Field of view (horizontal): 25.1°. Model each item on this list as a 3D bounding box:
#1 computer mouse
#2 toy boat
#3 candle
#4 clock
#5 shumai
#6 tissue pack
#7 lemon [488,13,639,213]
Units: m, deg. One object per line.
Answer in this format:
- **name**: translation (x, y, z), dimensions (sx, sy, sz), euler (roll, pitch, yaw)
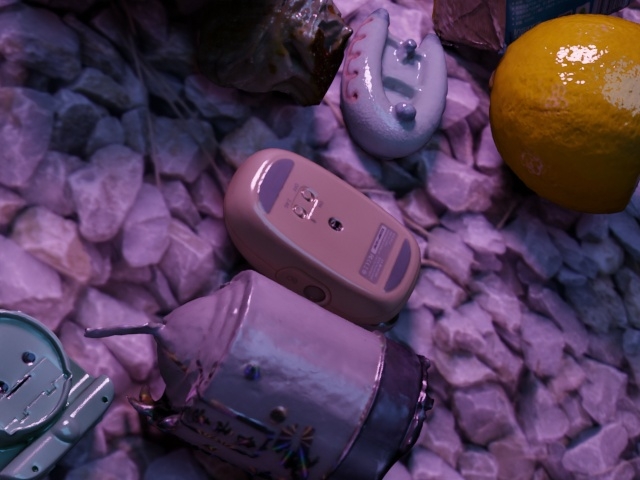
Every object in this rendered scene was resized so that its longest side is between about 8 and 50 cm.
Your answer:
- **computer mouse**: translation (0.000, 0.000, 1.550), dimensions (0.236, 0.082, 0.145), euler (33, 52, -13)
- **toy boat**: translation (0.094, -0.191, 1.714), dimensions (0.134, 0.079, 0.208), euler (27, 53, -18)
- **candle**: translation (-0.067, 0.127, 1.379), dimensions (0.330, 0.187, 0.187), euler (28, 54, -13)
- **clock**: translation (-0.298, 0.131, 1.322), dimensions (0.188, 0.060, 0.148), euler (43, 52, -2)
- **shumai**: translation (-0.037, -0.238, 1.633), dimensions (0.142, 0.184, 0.184), euler (39, 48, -37)
- **tissue pack**: translation (0.277, -0.364, 1.835), dimensions (0.271, 0.192, 0.134), euler (-25, 37, -38)
- **lemon**: translation (0.309, -0.161, 1.727), dimensions (0.219, 0.240, 0.240), euler (24, 52, 10)
